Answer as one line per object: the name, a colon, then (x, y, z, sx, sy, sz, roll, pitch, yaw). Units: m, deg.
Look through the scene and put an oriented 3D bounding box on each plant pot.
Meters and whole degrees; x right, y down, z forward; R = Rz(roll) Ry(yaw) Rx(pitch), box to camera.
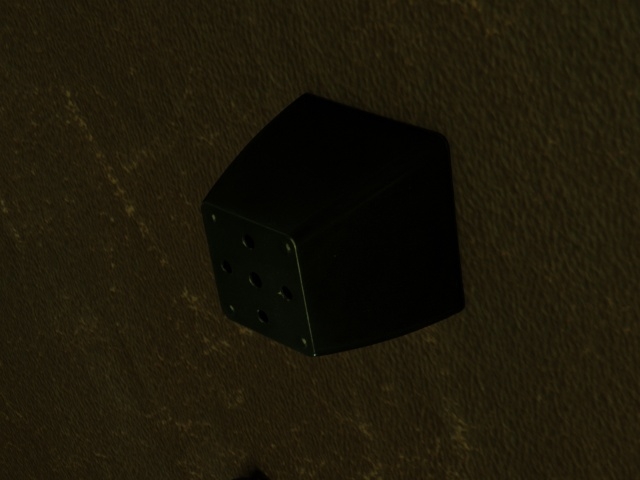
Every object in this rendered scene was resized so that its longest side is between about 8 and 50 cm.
plant pot: (0.000, 0.000, 1.349, 0.187, 0.167, 0.188, 22, 133, 42)

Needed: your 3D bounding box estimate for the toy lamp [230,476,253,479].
toy lamp: (-0.118, 0.391, 1.882, 0.080, 0.080, 0.275, 42, 144, 23)
